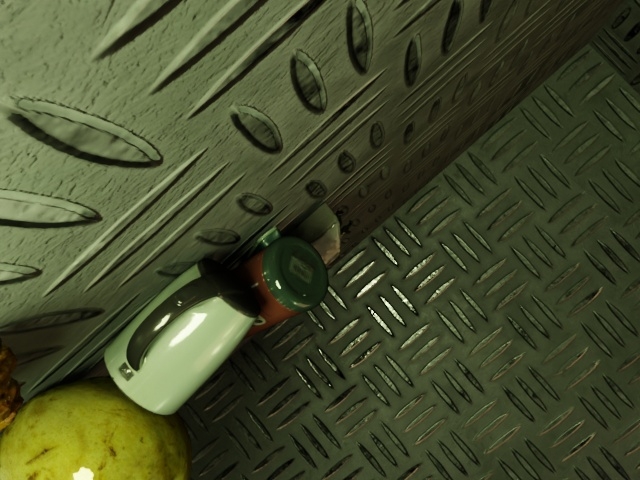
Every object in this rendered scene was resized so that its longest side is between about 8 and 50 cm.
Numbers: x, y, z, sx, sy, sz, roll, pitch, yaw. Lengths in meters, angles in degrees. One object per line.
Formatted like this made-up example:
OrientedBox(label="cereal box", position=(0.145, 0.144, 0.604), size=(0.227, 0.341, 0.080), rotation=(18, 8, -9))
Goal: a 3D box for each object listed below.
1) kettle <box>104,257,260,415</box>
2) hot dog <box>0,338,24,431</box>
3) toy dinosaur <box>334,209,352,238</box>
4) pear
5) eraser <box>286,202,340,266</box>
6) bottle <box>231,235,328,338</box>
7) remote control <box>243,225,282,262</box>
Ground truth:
OrientedBox(label="kettle", position=(-0.225, 0.147, 0.947), size=(0.236, 0.161, 0.221), rotation=(-44, 163, 7))
OrientedBox(label="hot dog", position=(-0.389, 0.193, 0.521), size=(0.175, 0.114, 0.259), rotation=(-46, 172, 32))
OrientedBox(label="toy dinosaur", position=(0.000, 0.000, 1.519), size=(0.179, 0.087, 0.187), rotation=(-46, 170, 27))
OrientedBox(label="pear", position=(-0.379, 0.368, 0.967), size=(0.304, 0.304, 0.304), rotation=(-40, 173, -6))
OrientedBox(label="eraser", position=(-0.083, 0.070, 1.351), size=(0.352, 0.077, 0.111), rotation=(-42, -152, 6))
OrientedBox(label="bottle", position=(-0.144, 0.116, 1.157), size=(0.336, 0.144, 0.144), rotation=(-29, -178, 39))
OrientedBox(label="remote control", position=(-0.124, 0.033, 1.230), size=(0.072, 0.042, 0.222), rotation=(-39, 173, -27))
